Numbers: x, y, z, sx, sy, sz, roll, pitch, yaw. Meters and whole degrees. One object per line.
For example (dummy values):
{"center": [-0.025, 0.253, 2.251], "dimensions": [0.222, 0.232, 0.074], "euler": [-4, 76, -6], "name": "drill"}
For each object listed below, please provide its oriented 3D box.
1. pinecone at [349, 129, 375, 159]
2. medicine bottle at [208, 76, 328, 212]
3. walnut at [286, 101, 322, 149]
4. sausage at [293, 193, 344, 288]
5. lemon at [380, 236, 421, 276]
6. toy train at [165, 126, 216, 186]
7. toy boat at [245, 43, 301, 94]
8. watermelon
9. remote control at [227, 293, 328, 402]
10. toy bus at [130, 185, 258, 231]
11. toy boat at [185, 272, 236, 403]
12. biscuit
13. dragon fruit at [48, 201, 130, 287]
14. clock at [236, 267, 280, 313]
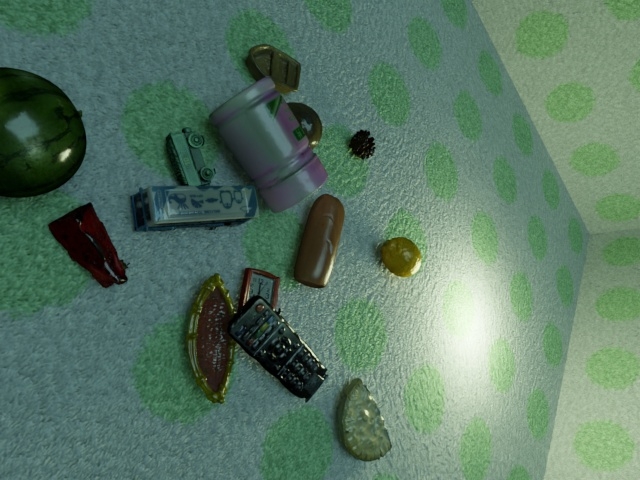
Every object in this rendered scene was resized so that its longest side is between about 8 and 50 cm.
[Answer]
{"center": [0.155, -0.351, 1.527], "dimensions": [0.109, 0.102, 0.102], "euler": [69, 40, -54], "name": "pinecone"}
{"center": [-0.143, -0.268, 1.178], "dimensions": [0.212, 0.211, 0.326], "euler": [-46, 112, -35], "name": "medicine bottle"}
{"center": [-0.067, -0.360, 1.308], "dimensions": [0.140, 0.140, 0.162], "euler": [-30, 104, -39], "name": "walnut"}
{"center": [0.000, -0.001, 1.314], "dimensions": [0.121, 0.121, 0.305], "euler": [29, 66, -33], "name": "sausage"}
{"center": [0.299, 0.057, 1.542], "dimensions": [0.187, 0.142, 0.142], "euler": [41, 59, -29], "name": "lemon"}
{"center": [-0.347, -0.211, 1.095], "dimensions": [0.099, 0.070, 0.172], "euler": [-22, 98, -33], "name": "toy train"}
{"center": [-0.157, -0.548, 1.314], "dimensions": [0.188, 0.061, 0.116], "euler": [15, 75, -37], "name": "toy boat"}
{"center": [-0.580, -0.201, 0.786], "dimensions": [0.242, 0.242, 0.243], "euler": [8, 78, -39], "name": "watermelon"}
{"center": [-0.109, 0.306, 1.160], "dimensions": [0.145, 0.062, 0.399], "euler": [-47, 126, -19], "name": "remote control"}
{"center": [-0.313, -0.084, 1.058], "dimensions": [0.297, 0.130, 0.106], "euler": [-7, 86, -41], "name": "toy bus"}
{"center": [-0.276, 0.247, 1.059], "dimensions": [0.140, 0.099, 0.319], "euler": [5, 76, -43], "name": "toy boat"}
{"center": [0.139, 0.615, 1.349], "dimensions": [0.179, 0.084, 0.281], "euler": [-37, 107, -38], "name": "biscuit"}
{"center": [-0.485, 0.011, 0.914], "dimensions": [0.192, 0.122, 0.092], "euler": [59, 37, -13], "name": "dragon fruit"}
{"center": [-0.181, 0.162, 1.177], "dimensions": [0.113, 0.061, 0.155], "euler": [23, 65, -35], "name": "clock"}
